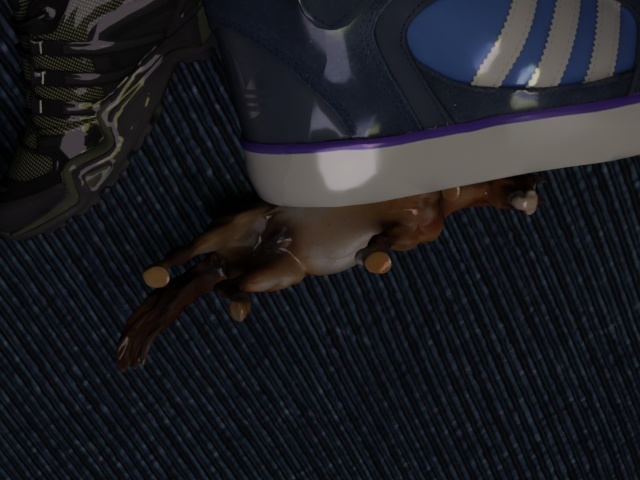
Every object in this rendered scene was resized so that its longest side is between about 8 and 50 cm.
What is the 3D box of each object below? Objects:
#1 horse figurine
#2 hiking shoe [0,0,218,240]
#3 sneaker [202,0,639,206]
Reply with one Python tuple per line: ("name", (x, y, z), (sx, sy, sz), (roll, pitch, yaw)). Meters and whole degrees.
("horse figurine", (0.000, 0.000, 0.814), (0.263, 0.174, 0.066), (-19, 96, 13))
("hiking shoe", (-0.135, -0.104, 0.759), (0.114, 0.086, 0.227), (35, 106, -18))
("sneaker", (0.091, -0.161, 0.708), (0.322, 0.130, 0.236), (-14, 108, -23))
